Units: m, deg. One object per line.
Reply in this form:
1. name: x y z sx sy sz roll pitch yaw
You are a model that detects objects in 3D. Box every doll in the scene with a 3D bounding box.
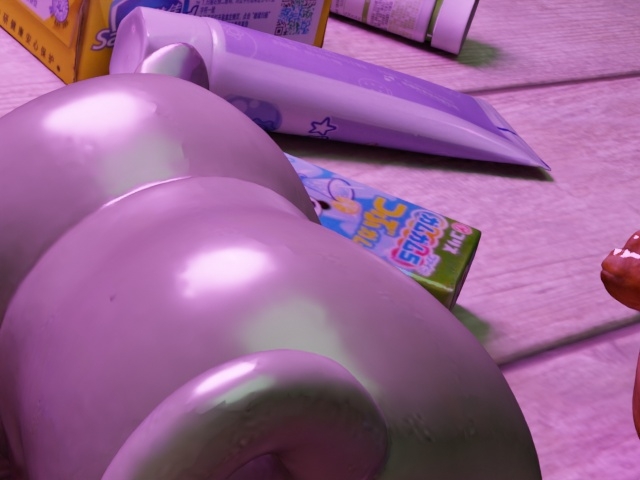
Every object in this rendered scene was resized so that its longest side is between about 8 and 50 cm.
1. doll: -0.056 0.061 0.647 0.215 0.226 0.370 -27 32 -13

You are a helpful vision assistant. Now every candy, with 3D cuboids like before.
1. candy: 0.000 0.000 0.934 0.195 0.062 0.097 22 28 8

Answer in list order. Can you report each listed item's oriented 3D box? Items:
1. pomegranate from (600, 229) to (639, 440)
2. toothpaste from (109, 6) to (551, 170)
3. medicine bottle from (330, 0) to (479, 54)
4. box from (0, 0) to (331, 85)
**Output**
1. pomegranate: 0.279 0.070 0.776 0.270 0.229 0.252 27 8 32
2. toothpaste: 0.017 -0.117 1.147 0.371 0.080 0.125 7 29 -29
3. medicine bottle: 0.063 -0.251 1.394 0.183 0.086 0.086 21 28 5
4. box: -0.136 -0.216 1.207 0.265 0.097 0.168 -10 38 -40
